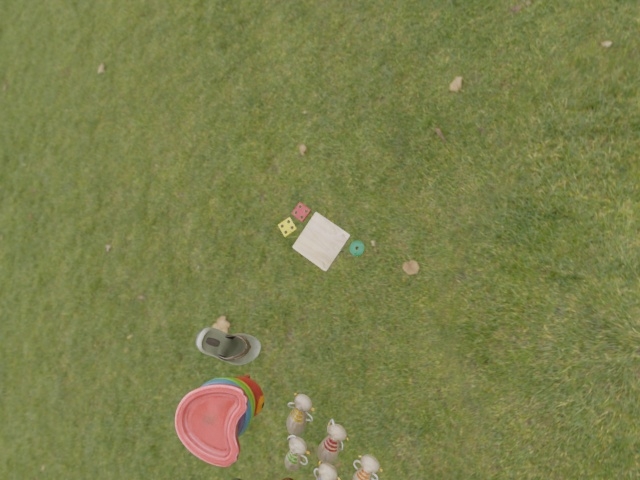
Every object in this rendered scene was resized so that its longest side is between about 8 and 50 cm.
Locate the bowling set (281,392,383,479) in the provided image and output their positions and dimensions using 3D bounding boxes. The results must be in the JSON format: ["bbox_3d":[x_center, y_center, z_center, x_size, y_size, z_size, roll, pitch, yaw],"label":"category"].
[{"bbox_3d":[-0.009,0.539,1.187,0.287,0.200,0.154,30,131,18],"label":"bowling set"}]

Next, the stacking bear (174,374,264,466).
[{"bbox_3d":[-0.226,0.414,1.221,0.164,0.289,0.175,9,86,10],"label":"stacking bear"}]

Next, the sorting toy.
[{"bbox_3d":[0.000,0.000,1.488,0.275,0.046,0.132,35,94,18],"label":"sorting toy"}]

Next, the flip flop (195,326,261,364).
[{"bbox_3d":[-0.293,0.352,1.634,0.080,0.277,0.112,-1,68,36],"label":"flip flop"}]

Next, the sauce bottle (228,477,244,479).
[{"bbox_3d":[-0.203,0.617,1.126,0.112,0.344,0.111,1,74,-4],"label":"sauce bottle"}]
